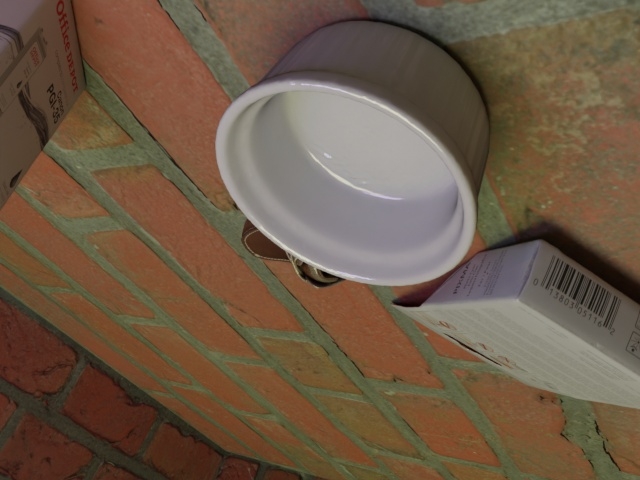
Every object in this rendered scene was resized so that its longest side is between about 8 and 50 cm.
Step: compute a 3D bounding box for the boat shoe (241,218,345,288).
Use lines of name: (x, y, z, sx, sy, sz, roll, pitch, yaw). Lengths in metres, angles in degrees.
boat shoe: (0.000, 0.000, 0.897, 0.324, 0.117, 0.123, -7, 138, 43)

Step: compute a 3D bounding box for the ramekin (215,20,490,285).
ramekin: (0.043, -0.089, 0.683, 0.277, 0.135, 0.277, 19, 144, 14)

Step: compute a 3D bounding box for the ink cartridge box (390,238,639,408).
ink cartridge box: (0.312, 0.131, 0.947, 0.308, 0.091, 0.385, 31, 167, -11)

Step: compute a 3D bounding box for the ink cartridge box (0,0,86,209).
ink cartridge box: (-0.401, -0.171, 0.758, 0.117, 0.283, 0.207, 21, 151, -1)
